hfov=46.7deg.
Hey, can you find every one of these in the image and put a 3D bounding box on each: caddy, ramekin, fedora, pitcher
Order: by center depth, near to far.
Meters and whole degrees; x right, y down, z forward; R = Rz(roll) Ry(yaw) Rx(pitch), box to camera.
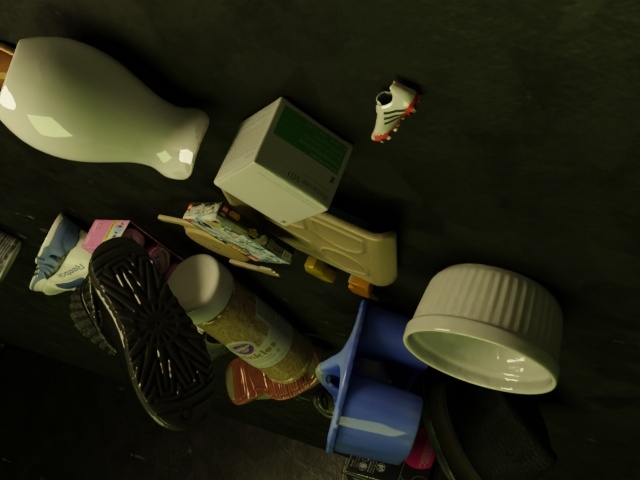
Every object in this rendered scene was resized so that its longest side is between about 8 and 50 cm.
[{"bbox_3d":[-0.250,-0.143,0.840,0.207,0.126,0.177,19,176,-25],"label":"pitcher"},{"bbox_3d":[0.224,0.116,0.994,0.207,0.109,0.207,18,158,8],"label":"ramekin"},{"bbox_3d":[0.078,0.242,1.254,0.179,0.241,0.341,13,157,4],"label":"caddy"},{"bbox_3d":[0.315,0.339,1.318,0.152,0.334,0.334,-29,134,20],"label":"fedora"}]

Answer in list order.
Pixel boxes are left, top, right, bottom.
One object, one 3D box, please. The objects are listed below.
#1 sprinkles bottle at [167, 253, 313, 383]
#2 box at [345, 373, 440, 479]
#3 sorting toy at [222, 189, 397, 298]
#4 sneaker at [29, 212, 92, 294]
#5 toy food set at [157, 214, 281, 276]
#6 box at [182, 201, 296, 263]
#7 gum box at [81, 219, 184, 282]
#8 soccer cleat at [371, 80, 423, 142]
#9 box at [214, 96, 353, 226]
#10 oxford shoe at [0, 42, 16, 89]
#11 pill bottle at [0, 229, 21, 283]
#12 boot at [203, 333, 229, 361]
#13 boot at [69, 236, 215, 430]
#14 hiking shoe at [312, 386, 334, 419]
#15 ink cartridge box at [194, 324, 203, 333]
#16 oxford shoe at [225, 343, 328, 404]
[{"bbox_3d":[-0.145,0.159,1.423,0.121,0.121,0.355,5,153,35],"label":"sprinkles bottle"},{"bbox_3d":[0.169,0.404,1.505,0.163,0.247,0.142,14,147,20],"label":"box"},{"bbox_3d":[0.000,0.000,1.037,0.229,0.041,0.307,20,165,12],"label":"sorting toy"},{"bbox_3d":[-0.479,0.068,1.512,0.182,0.128,0.315,29,156,-11],"label":"sneaker"},{"bbox_3d":[-0.153,-0.005,1.172,0.132,0.039,0.192,12,163,41],"label":"toy food set"},{"bbox_3d":[-0.113,-0.009,1.034,0.137,0.027,0.094,34,161,-33],"label":"box"},{"bbox_3d":[-0.337,0.036,1.388,0.107,0.062,0.188,2,151,40],"label":"gum box"},{"bbox_3d":[0.064,-0.122,0.700,0.035,0.029,0.083,34,153,-8],"label":"soccer cleat"},{"bbox_3d":[-0.041,-0.082,0.805,0.101,0.087,0.102,31,157,-23],"label":"box"},{"bbox_3d":[-0.418,-0.203,0.896,0.212,0.076,0.076,19,156,3],"label":"oxford shoe"},{"bbox_3d":[-0.819,0.002,1.671,0.245,0.131,0.130,28,157,-15],"label":"pill bottle"},{"bbox_3d":[-0.254,0.244,1.677,0.076,0.189,0.208,54,163,0],"label":"boot"},{"bbox_3d":[-0.316,0.181,1.287,0.131,0.348,0.260,-17,165,-33],"label":"boot"},{"bbox_3d":[0.094,0.417,1.881,0.226,0.086,0.114,22,145,-15],"label":"hiking shoe"},{"bbox_3d":[-0.288,0.185,1.712,0.083,0.048,0.028,12,156,25],"label":"ink cartridge box"},{"bbox_3d":[-0.078,0.296,1.724,0.146,0.141,0.397,-2,168,-34],"label":"oxford shoe"}]
